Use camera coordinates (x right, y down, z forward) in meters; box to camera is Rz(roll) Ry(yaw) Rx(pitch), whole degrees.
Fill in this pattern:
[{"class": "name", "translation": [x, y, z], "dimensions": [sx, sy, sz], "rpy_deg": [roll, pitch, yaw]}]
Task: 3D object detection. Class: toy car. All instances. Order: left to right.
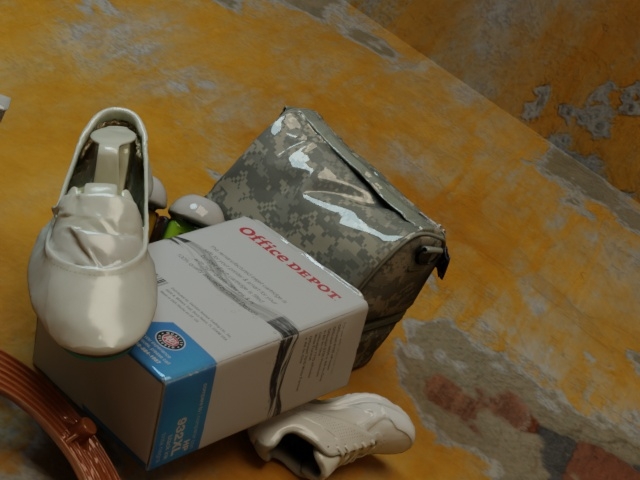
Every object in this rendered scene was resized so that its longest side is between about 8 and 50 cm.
[{"class": "toy car", "translation": [-0.218, 0.007, 1.722], "dimensions": [0.182, 0.159, 0.136], "rpy_deg": [22, -9, -15]}]

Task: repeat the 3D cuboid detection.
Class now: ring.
[{"class": "ring", "translation": [-0.285, 0.215, 1.254], "dimensions": [0.336, 0.032, 0.336], "rpy_deg": [46, 18, -20]}]

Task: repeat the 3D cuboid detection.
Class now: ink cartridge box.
[{"class": "ink cartridge box", "translation": [-0.134, 0.104, 1.536], "dimensions": [0.307, 0.129, 0.223], "rpy_deg": [-18, 41, -42]}]

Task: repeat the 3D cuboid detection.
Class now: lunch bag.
[{"class": "lunch bag", "translation": [0.000, 0.000, 1.802], "dimensions": [0.212, 0.256, 0.305], "rpy_deg": [-8, 47, -51]}]

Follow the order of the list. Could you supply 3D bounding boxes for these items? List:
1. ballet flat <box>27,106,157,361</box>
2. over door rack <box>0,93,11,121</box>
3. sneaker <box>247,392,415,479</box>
[{"class": "ballet flat", "translation": [-0.239, -0.029, 1.462], "dimensions": [0.139, 0.139, 0.400], "rpy_deg": [23, 26, -17]}, {"class": "over door rack", "translation": [-0.498, -0.057, 1.520], "dimensions": [0.239, 0.108, 0.324], "rpy_deg": [20, 50, -22]}, {"class": "sneaker", "translation": [0.012, 0.244, 1.615], "dimensions": [0.232, 0.090, 0.115], "rpy_deg": [9, 41, -22]}]
